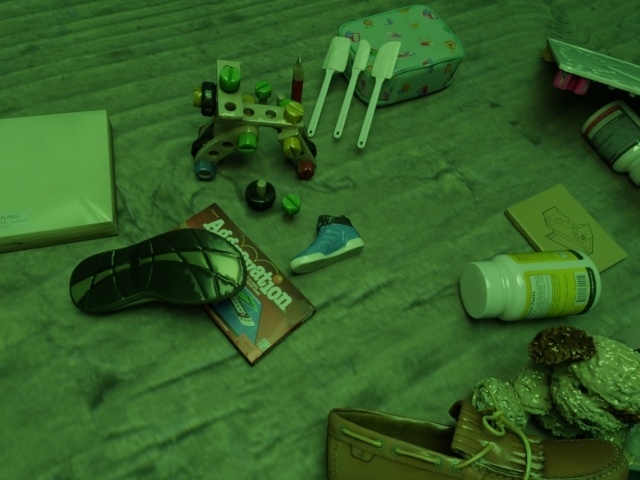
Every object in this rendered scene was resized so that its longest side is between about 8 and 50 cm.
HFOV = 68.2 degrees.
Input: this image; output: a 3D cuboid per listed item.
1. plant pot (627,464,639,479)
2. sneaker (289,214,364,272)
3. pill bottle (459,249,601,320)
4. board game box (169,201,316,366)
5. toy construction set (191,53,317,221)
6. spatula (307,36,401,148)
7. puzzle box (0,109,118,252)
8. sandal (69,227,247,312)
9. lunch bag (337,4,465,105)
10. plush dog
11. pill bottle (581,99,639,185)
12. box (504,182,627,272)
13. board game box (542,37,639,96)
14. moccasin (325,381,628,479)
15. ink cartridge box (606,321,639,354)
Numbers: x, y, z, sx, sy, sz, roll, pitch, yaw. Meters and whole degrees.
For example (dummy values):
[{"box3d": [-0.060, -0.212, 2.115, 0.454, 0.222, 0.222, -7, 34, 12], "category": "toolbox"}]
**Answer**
[{"box3d": [0.417, 0.454, 0.554, 0.196, 0.293, 0.293, 35, 58, -16], "category": "plant pot"}, {"box3d": [0.000, 0.000, 0.863, 0.152, 0.058, 0.085, -20, 70, -23], "category": "sneaker"}, {"box3d": [0.365, 0.080, 0.836, 0.208, 0.119, 0.119, -3, 60, -10], "category": "pill bottle"}, {"box3d": [-0.154, 0.066, 0.824, 0.145, 0.027, 0.281, -37, 71, -26], "category": "board game box"}, {"box3d": [-0.105, -0.249, 0.893, 0.257, 0.237, 0.309, 20, 59, 4], "category": "toy construction set"}, {"box3d": [0.062, -0.323, 1.019, 0.168, 0.019, 0.242, 16, 86, 19], "category": "spatula"}, {"box3d": [-0.586, -0.103, 0.846, 0.408, 0.052, 0.272, -9, 62, -13], "category": "puzzle box"}, {"box3d": [-0.257, 0.054, 0.763, 0.302, 0.086, 0.120, -7, 72, 14], "category": "sandal"}, {"box3d": [0.184, -0.447, 1.126, 0.279, 0.108, 0.224, -22, 64, -19], "category": "lunch bag"}, {"box3d": [0.394, 0.221, 0.694, 0.262, 0.225, 0.211, 33, 61, 11], "category": "plush dog"}, {"box3d": [0.691, -0.216, 1.063, 0.107, 0.108, 0.180, -18, 64, -17], "category": "pill bottle"}, {"box3d": [0.501, -0.014, 0.967, 0.164, 0.021, 0.201, -23, 65, -20], "category": "box"}, {"box3d": [0.718, -0.358, 1.091, 0.389, 0.050, 0.390, 22, 35, 8], "category": "board game box"}, {"box3d": [0.195, 0.276, 0.634, 0.379, 0.139, 0.147, -2, 88, 19], "category": "moccasin"}, {"box3d": [0.542, 0.169, 0.757, 0.097, 0.207, 0.046, 13, 59, 0], "category": "ink cartridge box"}]
